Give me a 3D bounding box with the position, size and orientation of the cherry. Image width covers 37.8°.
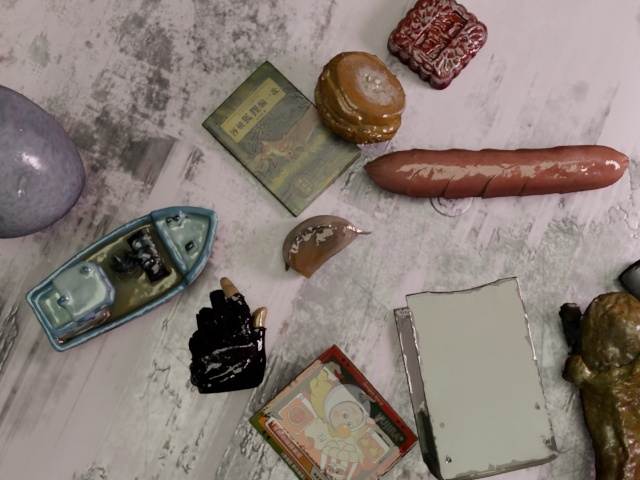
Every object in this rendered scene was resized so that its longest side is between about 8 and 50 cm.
[{"bbox_3d":[-0.502,-0.123,1.456,0.218,0.296,0.255,-47,55,-7],"label":"cherry"}]

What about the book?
[{"bbox_3d":[-0.065,-0.172,1.574,0.160,0.024,0.228,-45,84,-3],"label":"book"}]

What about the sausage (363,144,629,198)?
[{"bbox_3d":[0.287,-0.112,1.533,0.433,0.088,0.087,-1,82,2],"label":"sausage"}]

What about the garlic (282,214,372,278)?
[{"bbox_3d":[-0.003,-0.003,1.534,0.152,0.066,0.084,-39,111,-1],"label":"garlic"}]

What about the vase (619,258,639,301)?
[{"bbox_3d":[0.572,0.122,1.507,0.060,0.060,0.211,-39,82,-5],"label":"vase"}]

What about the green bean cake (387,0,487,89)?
[{"bbox_3d":[0.198,-0.341,1.580,0.136,0.056,0.135,40,83,6],"label":"green bean cake"}]

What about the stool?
[{"bbox_3d":[0.222,0.208,1.406,0.170,0.243,0.269,-10,82,-2],"label":"stool"}]

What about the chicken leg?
[{"bbox_3d":[0.491,0.257,1.453,0.212,0.140,0.360,-9,85,20],"label":"chicken leg"}]

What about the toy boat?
[{"bbox_3d":[-0.305,0.048,1.490,0.332,0.133,0.145,-31,82,-4],"label":"toy boat"}]

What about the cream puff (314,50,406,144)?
[{"bbox_3d":[0.061,-0.228,1.530,0.150,0.115,0.165,-11,72,-31],"label":"cream puff"}]

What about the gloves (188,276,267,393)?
[{"bbox_3d":[-0.149,0.147,1.487,0.129,0.106,0.180,-7,86,2],"label":"gloves"}]

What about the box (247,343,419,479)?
[{"bbox_3d":[0.020,0.289,1.444,0.177,0.148,0.195,-41,84,-6],"label":"box"}]
